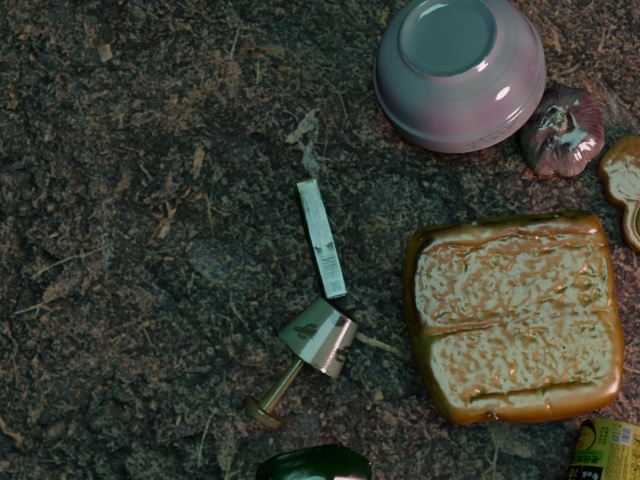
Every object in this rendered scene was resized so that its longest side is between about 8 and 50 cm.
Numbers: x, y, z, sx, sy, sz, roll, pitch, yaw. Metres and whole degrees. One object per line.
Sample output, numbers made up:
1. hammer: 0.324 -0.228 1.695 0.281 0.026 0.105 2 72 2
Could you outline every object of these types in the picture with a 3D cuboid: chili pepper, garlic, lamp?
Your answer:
1. chili pepper: -0.044 0.401 1.567 0.261 0.165 0.173 -10 97 -5
2. garlic: 0.398 -0.183 1.712 0.147 0.102 0.159 23 81 9
3. lamp: -0.031 0.194 1.633 0.121 0.121 0.214 36 91 7

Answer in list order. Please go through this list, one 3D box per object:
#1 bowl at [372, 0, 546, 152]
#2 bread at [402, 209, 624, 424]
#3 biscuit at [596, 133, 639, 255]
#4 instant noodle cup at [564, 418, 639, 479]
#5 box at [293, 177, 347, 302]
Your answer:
1. bowl: 0.218 -0.298 1.678 0.287 0.144 0.286 -5 68 13
2. bread: 0.300 0.125 1.632 0.337 0.148 0.327 -9 83 -3
3. biscuit: 0.603 -0.040 1.711 0.202 0.047 0.334 -43 81 -8
4. instant noodle cup: 0.450 0.348 1.588 0.152 0.151 0.122 17 71 4
5. box: 0.000 0.000 1.704 0.041 0.050 0.207 -15 79 -6
